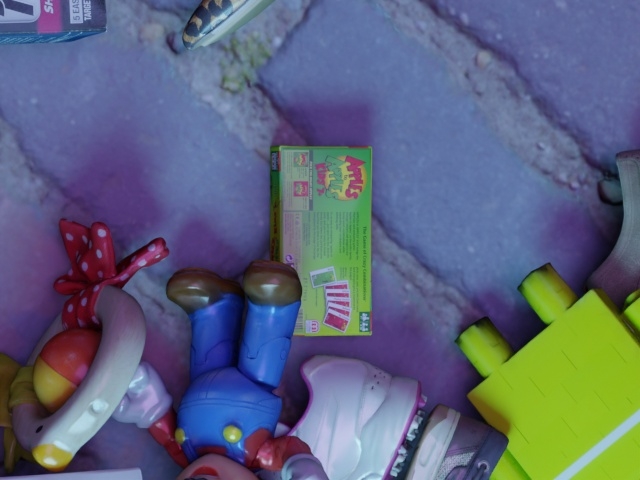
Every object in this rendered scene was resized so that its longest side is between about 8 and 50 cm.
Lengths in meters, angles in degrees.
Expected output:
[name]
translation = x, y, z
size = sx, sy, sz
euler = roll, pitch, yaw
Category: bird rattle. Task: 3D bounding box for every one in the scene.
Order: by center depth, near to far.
[bird rattle]
translation = -0.212, 0.106, 1.748
size = 0.253, 0.207, 0.143
euler = -46, 120, 0

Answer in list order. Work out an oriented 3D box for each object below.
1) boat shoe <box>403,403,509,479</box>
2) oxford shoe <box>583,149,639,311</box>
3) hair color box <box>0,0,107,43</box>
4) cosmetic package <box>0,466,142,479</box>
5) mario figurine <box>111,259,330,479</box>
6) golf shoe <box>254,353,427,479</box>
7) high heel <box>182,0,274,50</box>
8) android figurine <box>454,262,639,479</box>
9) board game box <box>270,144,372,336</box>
[boat shoe]
translation = 0.104, 0.302, 1.865
size = 0.092, 0.103, 0.285
euler = 17, 89, 9
[oxford shoe]
translation = 0.325, 0.078, 1.945
size = 0.130, 0.123, 0.348
euler = 9, 92, 13
[hair color box]
translation = -0.368, -0.256, 1.705
size = 0.347, 0.105, 0.174
euler = -5, 93, -26
[cosmetic package]
translation = -0.340, 0.302, 1.685
size = 0.365, 0.197, 0.155
euler = -4, 67, -18
[mario figurine]
translation = -0.091, 0.174, 1.745
size = 0.170, 0.198, 0.320
euler = 10, 70, -24
[golf shoe]
translation = -0.016, 0.250, 1.855
size = 0.140, 0.115, 0.306
euler = 27, 83, 3
[high heel]
translation = -0.085, -0.318, 1.831
size = 0.186, 0.093, 0.261
euler = 43, 84, 0
[android figurine]
translation = 0.259, 0.162, 1.878
size = 0.248, 0.056, 0.273
euler = -44, 77, 15
[board game box]
translation = 0.000, 0.000, 1.873
size = 0.092, 0.043, 0.181
euler = 0, 92, -15
